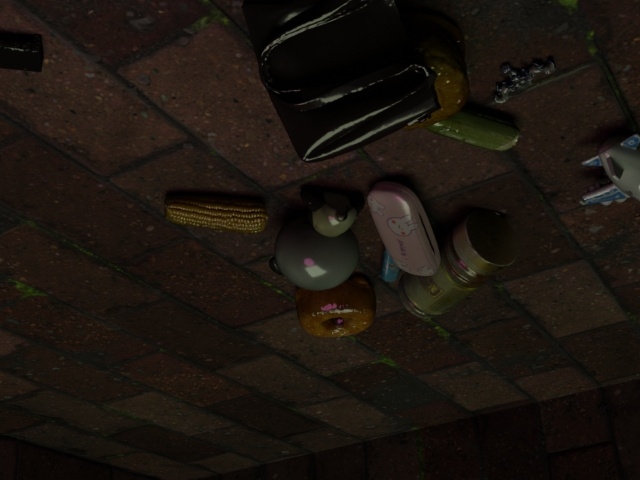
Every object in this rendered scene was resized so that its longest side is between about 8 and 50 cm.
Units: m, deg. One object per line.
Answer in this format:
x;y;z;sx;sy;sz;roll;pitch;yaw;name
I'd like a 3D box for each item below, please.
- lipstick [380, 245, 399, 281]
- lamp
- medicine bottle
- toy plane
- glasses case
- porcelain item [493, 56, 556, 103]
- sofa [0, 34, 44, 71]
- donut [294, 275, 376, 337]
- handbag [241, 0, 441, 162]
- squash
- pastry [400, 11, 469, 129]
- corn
0.179;0.048;2.160;0.048;0.048;0.158;-3;150;-1;lipstick
0.000;0.000;1.945;0.197;0.198;0.244;8;126;-19;lamp
0.326;0.066;2.104;0.151;0.151;0.322;11;147;-24;medicine bottle
0.664;-0.144;1.808;0.266;0.123;0.267;-4;153;-2;toy plane
0.192;-0.022;1.955;0.113;0.075;0.297;9;146;32;glasses case
0.360;-0.305;1.590;0.075;0.021;0.136;24;140;-33;porcelain item
-0.529;-0.319;1.448;0.117;0.039;0.060;3;151;-12;sofa
0.042;0.177;2.307;0.226;0.114;0.227;-4;152;-2;donut
0.035;-0.288;1.353;0.256;0.286;0.113;-20;-175;13;handbag
0.291;-0.222;1.679;0.238;0.069;0.069;11;147;-24;squash
0.140;-0.281;1.494;0.235;0.132;0.240;-15;148;17;pastry
-0.229;-0.058;1.899;0.231;0.080;0.080;3;150;-14;corn
